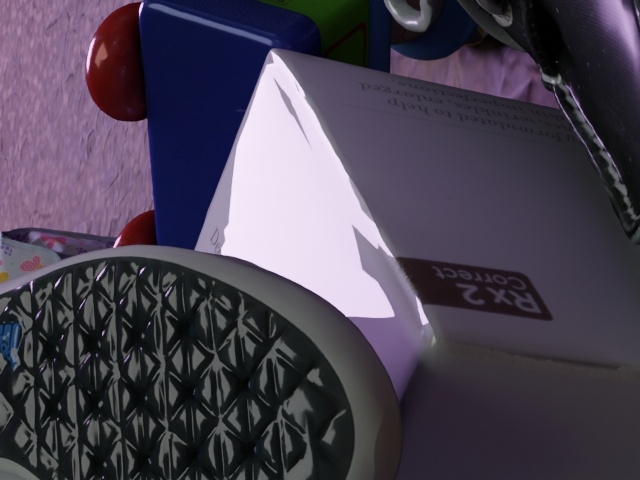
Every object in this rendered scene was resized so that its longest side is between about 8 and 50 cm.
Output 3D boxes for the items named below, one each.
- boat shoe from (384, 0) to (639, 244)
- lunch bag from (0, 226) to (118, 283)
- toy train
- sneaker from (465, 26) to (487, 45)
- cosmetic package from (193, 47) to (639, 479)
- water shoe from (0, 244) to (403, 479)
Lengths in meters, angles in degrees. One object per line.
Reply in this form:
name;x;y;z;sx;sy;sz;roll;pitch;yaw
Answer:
boat shoe;0.071;-0.101;0.481;0.113;0.105;0.306;96;173;-52
lunch bag;-0.159;0.033;0.999;0.053;0.083;0.071;42;119;60
toy train;0.000;0.000;0.647;0.105;0.143;0.248;20;131;27
sneaker;0.049;-0.115;0.677;0.035;0.031;0.083;-25;61;61
cosmetic package;0.041;0.066;0.506;0.183;0.151;0.151;-67;29;26
water shoe;-0.050;0.039;0.448;0.203;0.080;0.073;0;86;39
